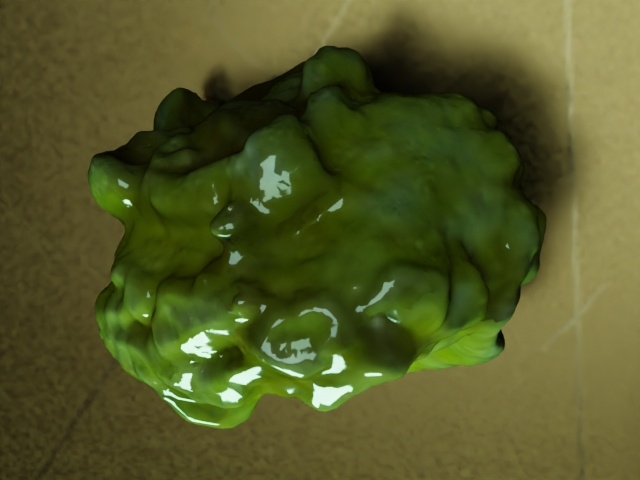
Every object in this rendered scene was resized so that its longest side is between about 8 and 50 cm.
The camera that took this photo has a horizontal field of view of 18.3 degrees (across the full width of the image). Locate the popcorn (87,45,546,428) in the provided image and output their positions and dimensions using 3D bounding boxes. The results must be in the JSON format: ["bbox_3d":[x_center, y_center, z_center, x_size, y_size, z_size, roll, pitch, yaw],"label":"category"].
[{"bbox_3d":[-0.002,-0.004,0.850,0.197,0.197,0.155,-4,101,15],"label":"popcorn"}]
